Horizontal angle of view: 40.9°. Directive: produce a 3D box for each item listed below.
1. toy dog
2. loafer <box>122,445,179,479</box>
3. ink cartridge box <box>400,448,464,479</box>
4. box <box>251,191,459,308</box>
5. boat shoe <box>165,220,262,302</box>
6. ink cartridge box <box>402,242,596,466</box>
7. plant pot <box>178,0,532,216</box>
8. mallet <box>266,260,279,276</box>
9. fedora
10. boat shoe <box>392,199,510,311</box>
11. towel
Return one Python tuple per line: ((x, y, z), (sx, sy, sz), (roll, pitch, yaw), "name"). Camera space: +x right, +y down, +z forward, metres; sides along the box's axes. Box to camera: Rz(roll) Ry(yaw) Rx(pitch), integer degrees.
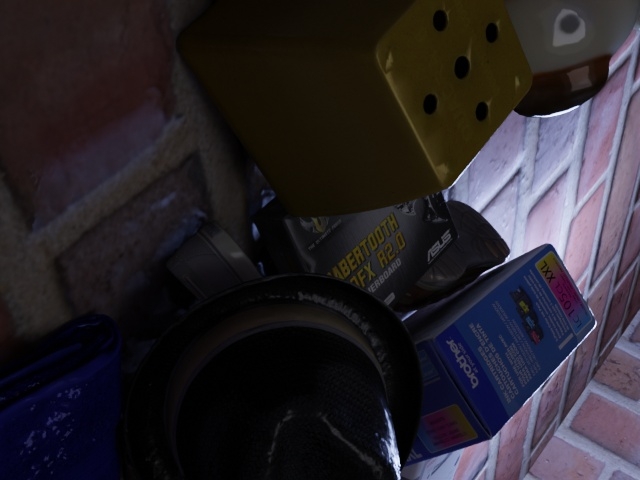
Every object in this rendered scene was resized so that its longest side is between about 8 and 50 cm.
((0.262, -0.317, 0.924), (0.284, 0.395, 0.408), (53, 48, -12), "toy dog")
((-0.111, 0.173, 0.907), (0.251, 0.094, 0.087), (-49, 153, -23), "loafer")
((0.155, 0.344, 1.442), (0.207, 0.117, 0.282), (-27, 140, -45), "ink cartridge box")
((0.049, -0.015, 0.977), (0.231, 0.056, 0.183), (-42, 121, -33), "box")
((-0.076, 0.087, 0.860), (0.081, 0.079, 0.227), (-36, 116, -8), "boat shoe")
((0.163, 0.178, 1.174), (0.396, 0.151, 0.270), (-27, 175, -45), "ink cartridge box")
((0.051, -0.150, 0.736), (0.212, 0.187, 0.212), (-50, 128, -23), "plant pot")
((0.000, 0.000, 1.010), (0.189, 0.039, 0.062), (-52, 147, -28), "mallet")
((-0.019, 0.201, 0.798), (0.334, 0.152, 0.333), (-9, 119, -16), "fedora")
((0.167, 0.025, 1.231), (0.116, 0.123, 0.324), (-46, 161, 29), "boat shoe")
((-0.258, 0.235, 0.743), (0.228, 0.076, 0.308), (-27, 136, -45), "towel")
